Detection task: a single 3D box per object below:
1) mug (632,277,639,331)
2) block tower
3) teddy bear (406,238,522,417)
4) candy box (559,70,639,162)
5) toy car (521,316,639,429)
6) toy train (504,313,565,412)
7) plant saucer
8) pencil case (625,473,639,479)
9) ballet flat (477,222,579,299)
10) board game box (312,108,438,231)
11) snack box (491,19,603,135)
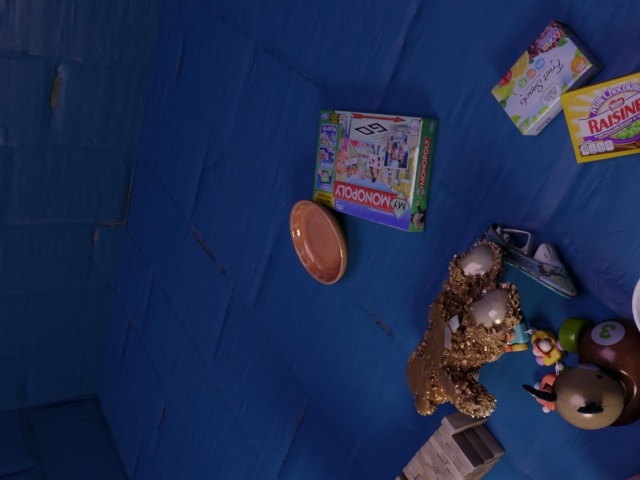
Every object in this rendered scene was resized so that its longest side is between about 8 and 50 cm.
[{"bbox_3d":[0.448,0.050,0.682,0.113,0.169,0.150,-8,85,54],"label":"mug"},{"bbox_3d":[0.206,0.449,1.110,0.097,0.090,0.336,53,132,36],"label":"block tower"},{"bbox_3d":[0.242,0.155,0.984,0.245,0.113,0.338,-114,28,-58],"label":"teddy bear"},{"bbox_3d":[0.424,-0.170,0.792,0.205,0.027,0.105,-7,103,53],"label":"candy box"},{"bbox_3d":[0.357,0.186,0.797,0.155,0.188,0.149,8,100,52],"label":"toy car"},{"bbox_3d":[0.326,0.192,0.962,0.166,0.046,0.125,38,122,45],"label":"toy train"},{"bbox_3d":[0.000,0.000,1.361,0.200,0.037,0.200,37,137,43],"label":"plant saucer"},{"bbox_3d":[0.460,0.452,0.682,0.160,0.167,0.386,-38,52,-4],"label":"pencil case"},{"bbox_3d":[0.325,0.023,0.940,0.188,0.070,0.070,34,119,44],"label":"ballet flat"},{"bbox_3d":[0.099,-0.154,1.243,0.317,0.046,0.214,20,108,51],"label":"board game box"},{"bbox_3d":[0.339,-0.243,0.916,0.141,0.037,0.100,-53,54,42],"label":"snack box"}]
